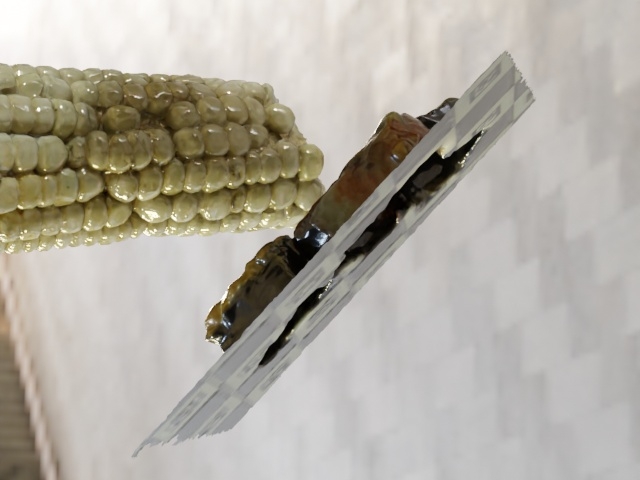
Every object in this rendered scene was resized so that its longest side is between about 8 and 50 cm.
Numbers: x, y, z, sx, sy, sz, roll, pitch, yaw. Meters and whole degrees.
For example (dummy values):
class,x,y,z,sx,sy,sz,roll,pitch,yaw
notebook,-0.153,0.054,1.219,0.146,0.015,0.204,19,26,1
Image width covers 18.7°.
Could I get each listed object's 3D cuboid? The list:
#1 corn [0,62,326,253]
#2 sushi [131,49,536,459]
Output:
class,x,y,z,sx,sy,sz,roll,pitch,yaw
corn,-0.089,-0.040,0.857,0.087,0.211,0.087,175,90,-66
sushi,0.000,0.000,0.756,0.201,0.031,0.139,-47,-10,5
